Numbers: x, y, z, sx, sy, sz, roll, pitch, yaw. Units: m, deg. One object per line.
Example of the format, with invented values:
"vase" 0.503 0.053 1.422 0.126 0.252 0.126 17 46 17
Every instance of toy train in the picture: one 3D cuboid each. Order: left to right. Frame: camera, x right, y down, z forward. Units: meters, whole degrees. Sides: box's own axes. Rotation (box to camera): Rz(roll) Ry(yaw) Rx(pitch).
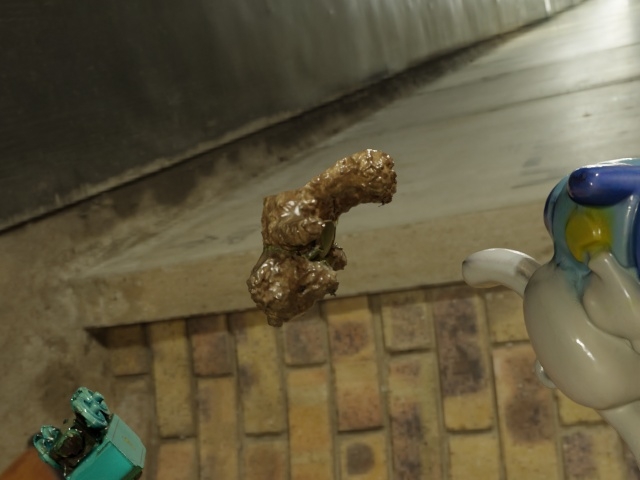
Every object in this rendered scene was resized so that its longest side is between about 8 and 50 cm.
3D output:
"toy train" -0.335 0.303 1.301 0.154 0.107 0.198 47 -6 -7

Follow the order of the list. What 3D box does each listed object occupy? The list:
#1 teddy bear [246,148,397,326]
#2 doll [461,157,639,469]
"teddy bear" 0.010 -0.001 1.493 0.246 0.296 0.222 57 15 -75
"doll" 0.340 0.038 0.976 0.187 0.376 0.365 -25 146 -44
